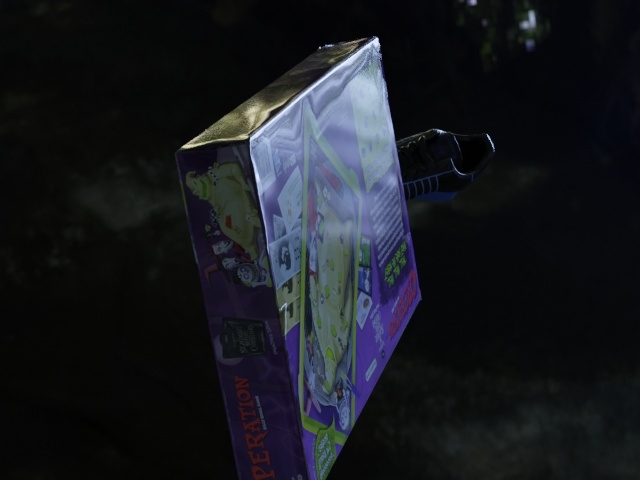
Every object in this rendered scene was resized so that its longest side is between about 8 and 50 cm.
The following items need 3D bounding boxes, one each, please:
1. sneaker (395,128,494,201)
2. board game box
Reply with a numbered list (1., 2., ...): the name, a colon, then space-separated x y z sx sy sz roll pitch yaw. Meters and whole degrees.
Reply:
1. sneaker: 0.095 -0.084 1.656 0.232 0.090 0.081 -11 -113 -42
2. board game box: 0.000 0.000 0.940 0.056 0.208 0.347 -10 -167 16
